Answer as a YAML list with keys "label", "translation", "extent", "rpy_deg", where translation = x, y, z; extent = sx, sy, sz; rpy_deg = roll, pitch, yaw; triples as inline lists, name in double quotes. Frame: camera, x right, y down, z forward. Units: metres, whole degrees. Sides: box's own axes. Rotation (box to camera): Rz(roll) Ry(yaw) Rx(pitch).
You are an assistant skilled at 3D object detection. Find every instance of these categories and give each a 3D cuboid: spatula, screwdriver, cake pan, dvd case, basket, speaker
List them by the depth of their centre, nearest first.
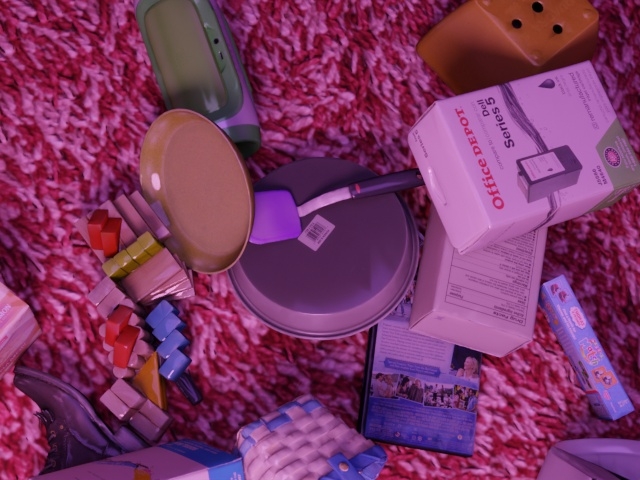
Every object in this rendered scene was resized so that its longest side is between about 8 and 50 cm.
- label: "basket"
  translation: [0.003, 0.364, 1.477]
  extent: [0.201, 0.255, 0.289]
  rpy_deg: [-19, 63, -38]
- label: "screwdriver"
  translation: [-0.225, 0.169, 1.633]
  extent: [0.024, 0.025, 0.170]
  rpy_deg: [-35, 73, -15]
- label: "spatula"
  translation: [0.021, -0.060, 1.636]
  extent: [0.296, 0.030, 0.084]
  rpy_deg: [-15, 68, -4]
- label: "cake pan"
  translation: [0.000, 0.000, 1.658]
  extent: [0.293, 0.054, 0.293]
  rpy_deg: [-1, 67, 2]
- label: "dvd case"
  translation: [0.152, 0.181, 1.663]
  extent: [0.180, 0.022, 0.253]
  rpy_deg: [12, 73, -15]
- label: "speaker"
  translation: [-0.187, -0.262, 1.697]
  extent: [0.131, 0.131, 0.297]
  rpy_deg: [-17, 78, -12]

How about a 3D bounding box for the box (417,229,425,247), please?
- label: "box"
  translation: [0.083, 0.013, 1.711]
  extent: [0.137, 0.027, 0.094]
  rpy_deg: [-41, 86, -17]

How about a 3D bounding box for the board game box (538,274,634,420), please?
- label: "board game box"
  translation: [0.381, 0.159, 1.644]
  extent: [0.039, 0.160, 0.212]
  rpy_deg: [-27, 80, 2]

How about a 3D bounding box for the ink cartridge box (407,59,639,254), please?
- label: "ink cartridge box"
  translation: [0.291, -0.120, 1.603]
  extent: [0.272, 0.115, 0.198]
  rpy_deg: [-17, 77, -22]

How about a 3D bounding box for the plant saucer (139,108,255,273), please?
- label: "plant saucer"
  translation: [-0.170, -0.072, 1.610]
  extent: [0.037, 0.241, 0.241]
  rpy_deg: [-20, 76, -44]

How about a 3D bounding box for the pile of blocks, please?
- label: "pile of blocks"
  translation: [-0.253, 0.096, 1.579]
  extent: [0.149, 0.112, 0.362]
  rpy_deg: [-14, 77, 3]

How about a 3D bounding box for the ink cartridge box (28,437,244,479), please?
- label: "ink cartridge box"
  translation: [-0.229, 0.370, 1.432]
  extent: [0.232, 0.168, 0.171]
  rpy_deg: [-9, 97, -33]

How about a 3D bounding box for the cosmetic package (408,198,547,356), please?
- label: "cosmetic package"
  translation: [0.243, -0.002, 1.671]
  extent: [0.160, 0.113, 0.310]
  rpy_deg: [18, 67, -10]

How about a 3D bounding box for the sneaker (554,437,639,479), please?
- label: "sneaker"
  translation: [0.476, 0.362, 1.630]
  extent: [0.290, 0.106, 0.123]
  rpy_deg: [14, 71, -6]

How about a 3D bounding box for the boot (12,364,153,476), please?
- label: "boot"
  translation: [-0.370, 0.320, 1.531]
  extent: [0.263, 0.091, 0.229]
  rpy_deg: [35, 78, 6]

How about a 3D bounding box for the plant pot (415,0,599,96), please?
- label: "plant pot"
  translation: [0.308, -0.322, 1.754]
  extent: [0.212, 0.187, 0.212]
  rpy_deg: [-39, 83, -16]

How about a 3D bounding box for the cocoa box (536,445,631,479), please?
- label: "cocoa box"
  translation: [0.364, 0.487, 1.477]
  extent: [0.228, 0.231, 0.347]
  rpy_deg: [23, 88, -2]

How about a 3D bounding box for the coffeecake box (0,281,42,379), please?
- label: "coffeecake box"
  translation: [-0.454, 0.139, 1.515]
  extent: [0.068, 0.185, 0.142]
  rpy_deg: [39, 73, 4]
